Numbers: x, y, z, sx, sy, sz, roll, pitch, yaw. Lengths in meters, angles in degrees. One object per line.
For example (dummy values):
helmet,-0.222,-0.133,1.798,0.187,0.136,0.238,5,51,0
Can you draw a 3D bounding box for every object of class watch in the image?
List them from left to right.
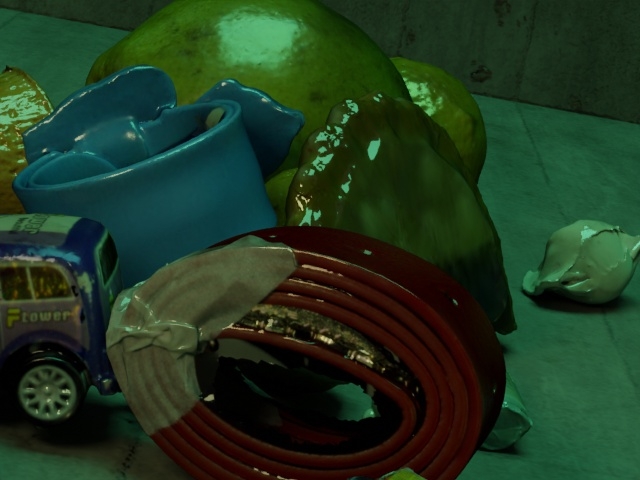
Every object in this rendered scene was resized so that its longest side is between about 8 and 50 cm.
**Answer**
watch,-0.141,-0.049,1.805,0.305,0.241,0.274,-22,16,-5

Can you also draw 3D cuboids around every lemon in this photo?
lemon,0.114,-0.135,2.458,0.233,0.233,0.288,10,4,-3

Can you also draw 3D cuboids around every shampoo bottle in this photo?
shampoo bottle,0.157,0.146,1.774,0.072,0.049,0.212,16,13,-8

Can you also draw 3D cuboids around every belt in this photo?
belt,-0.017,0.107,1.460,0.324,0.227,0.115,12,11,15

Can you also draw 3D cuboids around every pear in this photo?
pear,-0.079,-0.152,2.206,0.413,0.352,0.352,7,15,-28

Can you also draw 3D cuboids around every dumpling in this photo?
dumpling,0.322,0.028,2.250,0.188,0.108,0.127,-23,9,-36

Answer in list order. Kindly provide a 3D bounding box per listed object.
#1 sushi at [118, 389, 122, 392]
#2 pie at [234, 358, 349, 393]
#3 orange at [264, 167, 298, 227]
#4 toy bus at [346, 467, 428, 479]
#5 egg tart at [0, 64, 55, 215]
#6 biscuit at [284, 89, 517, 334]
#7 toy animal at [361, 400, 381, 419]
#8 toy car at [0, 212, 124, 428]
sushi,-0.133,0.134,1.614,0.085,0.056,0.083,0,25,-38
pie,-0.055,0.095,1.699,0.193,0.079,0.163,19,-9,2
orange,0.000,0.000,1.995,0.193,0.161,0.193,14,12,-3
toy bus,0.028,0.241,1.266,0.106,0.092,0.268,26,19,17
egg tart,-0.385,-0.089,2.015,0.147,0.202,0.202,-11,24,-34
biscuit,0.081,0.014,1.892,0.078,0.329,0.335,-18,19,46
toy animal,0.082,0.163,1.633,0.082,0.091,0.114,-2,41,20
toy car,-0.275,0.061,1.544,0.235,0.158,0.172,-3,15,2
